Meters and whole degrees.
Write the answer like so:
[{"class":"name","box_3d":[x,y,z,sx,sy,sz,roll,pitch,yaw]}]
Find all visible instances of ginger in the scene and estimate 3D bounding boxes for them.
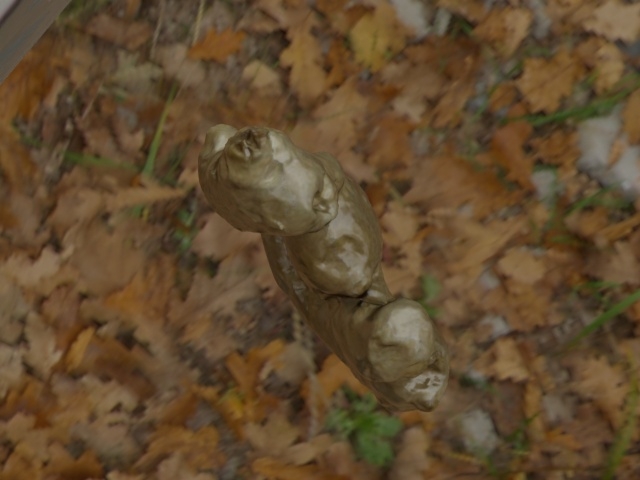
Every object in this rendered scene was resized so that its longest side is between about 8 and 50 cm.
[{"class":"ginger","box_3d":[0.010,0.012,0.782,0.065,0.258,0.149,-39,78,-5]}]

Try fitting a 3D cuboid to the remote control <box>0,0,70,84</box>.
[{"class":"remote control","box_3d":[-0.114,-0.086,0.532,0.055,0.277,0.103,43,42,-8]}]
